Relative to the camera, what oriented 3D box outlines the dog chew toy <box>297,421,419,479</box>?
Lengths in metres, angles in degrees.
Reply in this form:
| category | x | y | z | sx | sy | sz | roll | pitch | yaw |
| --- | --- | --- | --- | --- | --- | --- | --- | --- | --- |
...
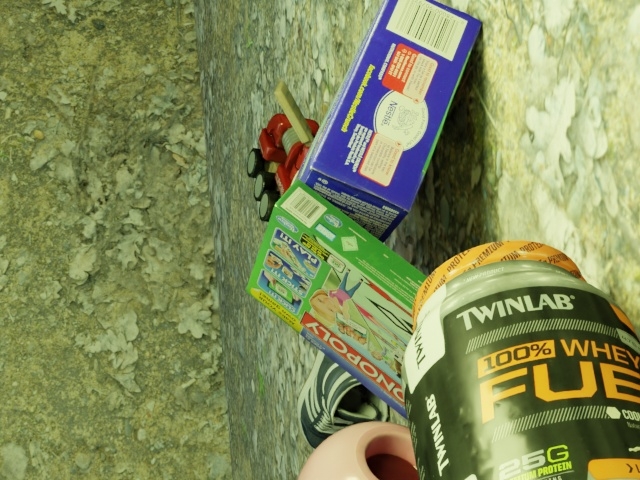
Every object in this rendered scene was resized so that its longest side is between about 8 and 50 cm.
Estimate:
| category | x | y | z | sx | sy | sz | roll | pitch | yaw |
| --- | --- | --- | --- | --- | --- | --- | --- | --- | --- |
| dog chew toy | 0.049 | 0.381 | 1.156 | 0.206 | 0.207 | 0.332 | -110 | 31 | -51 |

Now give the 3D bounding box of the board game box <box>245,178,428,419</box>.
| category | x | y | z | sx | sy | sz | roll | pitch | yaw |
| --- | --- | --- | --- | --- | --- | --- | --- | --- | --- |
| board game box | 0.069 | 0.094 | 1.001 | 0.046 | 0.317 | 0.213 | -48 | -9 | -30 |

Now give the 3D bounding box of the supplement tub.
| category | x | y | z | sx | sy | sz | roll | pitch | yaw |
| --- | --- | --- | --- | --- | --- | --- | --- | --- | --- |
| supplement tub | 0.167 | 0.159 | 0.699 | 0.316 | 0.194 | 0.193 | -99 | 15 | -47 |

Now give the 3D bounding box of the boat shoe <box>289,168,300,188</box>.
| category | x | y | z | sx | sy | sz | roll | pitch | yaw |
| --- | --- | --- | --- | --- | --- | --- | --- | --- | --- |
| boat shoe | 0.004 | -0.002 | 1.519 | 0.113 | 0.127 | 0.340 | 55 | 149 | 23 |

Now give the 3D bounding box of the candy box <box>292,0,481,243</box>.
| category | x | y | z | sx | sy | sz | roll | pitch | yaw |
| --- | --- | --- | --- | --- | --- | --- | --- | --- | --- |
| candy box | 0.048 | -0.098 | 1.118 | 0.268 | 0.122 | 0.317 | -66 | 5 | -26 |

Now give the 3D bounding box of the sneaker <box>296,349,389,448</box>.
| category | x | y | z | sx | sy | sz | roll | pitch | yaw |
| --- | --- | --- | --- | --- | --- | --- | --- | --- | --- |
| sneaker | 0.032 | 0.269 | 1.469 | 0.153 | 0.099 | 0.282 | -107 | 24 | -50 |

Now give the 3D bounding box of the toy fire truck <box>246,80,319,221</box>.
| category | x | y | z | sx | sy | sz | roll | pitch | yaw |
| --- | --- | --- | --- | --- | --- | --- | --- | --- | --- |
| toy fire truck | -0.051 | -0.174 | 1.681 | 0.217 | 0.158 | 0.246 | -109 | 34 | -50 |
